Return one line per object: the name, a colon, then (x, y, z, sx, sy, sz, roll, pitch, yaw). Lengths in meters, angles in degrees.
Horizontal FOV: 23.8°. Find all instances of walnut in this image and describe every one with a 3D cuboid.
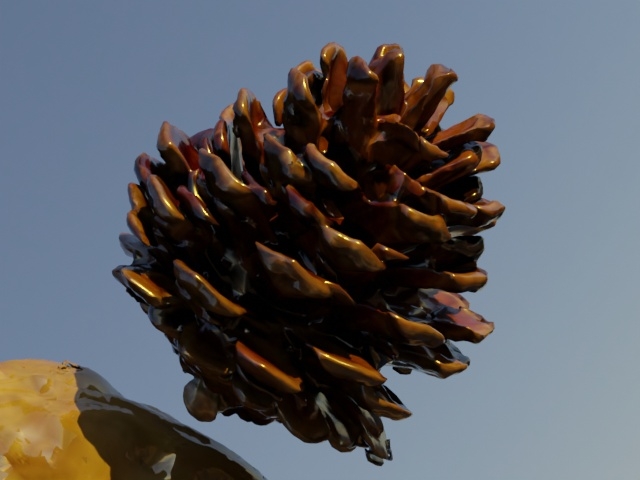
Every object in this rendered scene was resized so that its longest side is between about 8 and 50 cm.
walnut: (-0.105, 0.158, 0.649, 0.198, 0.245, 0.198, -46, 20, 22)

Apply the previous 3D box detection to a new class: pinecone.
pinecone: (0.000, 0.000, 0.610, 0.173, 0.173, 0.174, -42, -28, -29)
